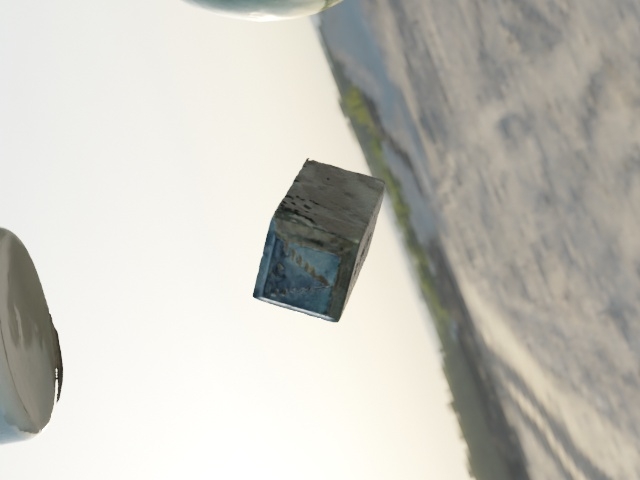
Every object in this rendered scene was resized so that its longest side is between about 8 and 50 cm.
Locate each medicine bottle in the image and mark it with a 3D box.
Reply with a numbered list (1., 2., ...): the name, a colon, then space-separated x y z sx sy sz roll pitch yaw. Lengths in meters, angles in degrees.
1. medicine bottle: -0.310 0.079 0.905 0.143 0.258 0.143 -11 -90 -87

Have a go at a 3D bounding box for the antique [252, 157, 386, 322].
1. antique: 0.000 0.000 1.333 0.183 0.086 0.088 -64 -12 -65

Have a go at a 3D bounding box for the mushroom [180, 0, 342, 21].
1. mushroom: -0.060 -0.388 1.425 0.260 0.352 0.352 -63 -45 -58
